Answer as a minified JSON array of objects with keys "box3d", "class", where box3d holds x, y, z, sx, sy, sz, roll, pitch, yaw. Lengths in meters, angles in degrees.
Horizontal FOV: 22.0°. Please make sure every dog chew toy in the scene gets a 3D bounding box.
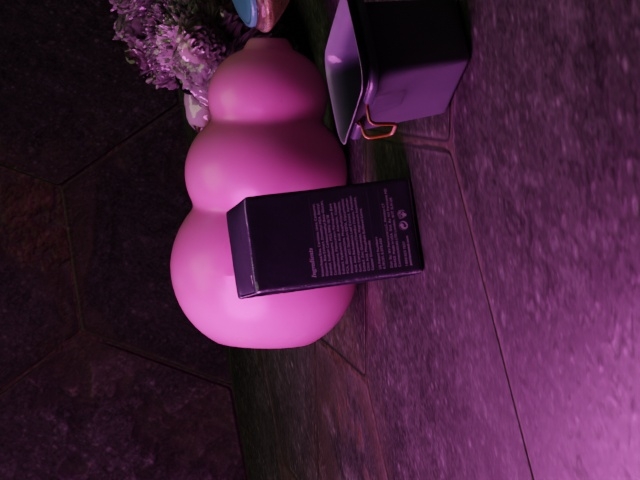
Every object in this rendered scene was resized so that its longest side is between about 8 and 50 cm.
[{"box3d":[-0.060,-0.054,1.793,0.206,0.206,0.332,-154,65,-79],"class":"dog chew toy"}]

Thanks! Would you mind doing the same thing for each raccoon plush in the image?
[{"box3d":[-0.137,-0.353,2.007,0.299,0.216,0.446,-173,75,-72],"class":"raccoon plush"}]

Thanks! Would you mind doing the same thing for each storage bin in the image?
[{"box3d":[0.062,-0.133,1.291,0.135,0.091,0.098,107,154,-70],"class":"storage bin"}]

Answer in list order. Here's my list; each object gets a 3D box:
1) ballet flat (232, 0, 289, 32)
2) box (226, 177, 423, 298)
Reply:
[{"box3d":[-0.072,-0.347,1.833,0.348,0.123,0.123,-120,23,-50],"class":"ballet flat"},{"box3d":[0.000,0.000,1.562,0.156,0.158,0.093,158,104,-80],"class":"box"}]
